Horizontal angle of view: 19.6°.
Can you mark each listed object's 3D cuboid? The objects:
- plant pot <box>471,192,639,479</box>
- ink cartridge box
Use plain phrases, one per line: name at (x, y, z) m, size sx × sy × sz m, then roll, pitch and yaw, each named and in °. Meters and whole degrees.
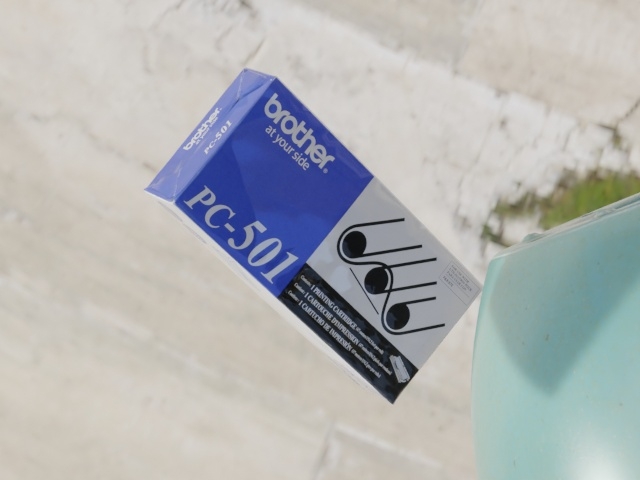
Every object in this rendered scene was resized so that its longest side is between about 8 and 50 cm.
plant pot at (0.194, 0.079, 0.733) m, size 0.293 × 0.293 × 0.235 m, roll -22°, pitch 89°, yaw 33°
ink cartridge box at (0.000, 0.000, 1.119) m, size 0.207 × 0.097 × 0.046 m, roll 44°, pitch 170°, yaw -29°
